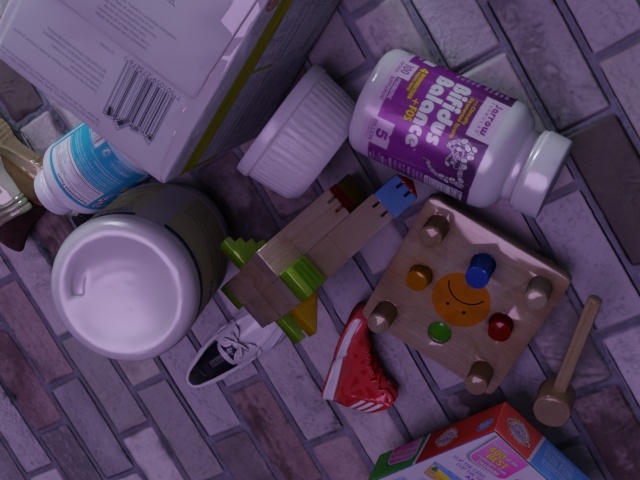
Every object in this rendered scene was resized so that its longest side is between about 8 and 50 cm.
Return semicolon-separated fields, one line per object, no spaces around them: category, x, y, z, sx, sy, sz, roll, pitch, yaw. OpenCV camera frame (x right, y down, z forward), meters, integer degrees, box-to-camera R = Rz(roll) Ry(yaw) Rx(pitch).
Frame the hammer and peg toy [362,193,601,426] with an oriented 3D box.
hammer and peg toy;0.274;0.110;1.654;0.361;0.127;0.266;31;120;7

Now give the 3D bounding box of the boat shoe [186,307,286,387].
boat shoe;-0.147;0.191;1.900;0.095;0.084;0.258;45;122;2

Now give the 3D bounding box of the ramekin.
ramekin;-0.028;-0.161;1.639;0.109;0.207;0.207;38;121;-4

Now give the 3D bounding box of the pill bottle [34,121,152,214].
pill bottle;-0.382;-0.140;1.837;0.264;0.146;0.146;-28;97;31

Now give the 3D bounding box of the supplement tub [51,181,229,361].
supplement tub;-0.281;0.037;1.735;0.235;0.325;0.235;2;106;7

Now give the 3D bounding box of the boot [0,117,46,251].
boot;-0.626;-0.116;1.989;0.248;0.090;0.207;37;119;3

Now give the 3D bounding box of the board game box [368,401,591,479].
board game box;0.269;0.409;1.742;0.242;0.064;0.316;43;136;-13

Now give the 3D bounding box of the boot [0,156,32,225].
boot;-0.635;-0.093;1.926;0.213;0.077;0.165;-15;113;35

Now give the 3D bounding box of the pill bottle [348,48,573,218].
pill bottle;0.208;-0.151;1.551;0.301;0.169;0.169;26;119;13

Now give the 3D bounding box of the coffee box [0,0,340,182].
coffee box;-0.206;-0.347;1.563;0.337;0.334;0.338;38;119;7

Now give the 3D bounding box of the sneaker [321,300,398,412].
sneaker;0.088;0.208;1.815;0.128;0.087;0.221;21;130;6

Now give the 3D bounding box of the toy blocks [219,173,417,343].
toy blocks;0.000;0.000;1.639;0.191;0.261;0.381;49;161;0

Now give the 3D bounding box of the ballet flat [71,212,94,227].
ballet flat;-0.388;-0.021;1.957;0.173;0.049;0.057;17;147;22
